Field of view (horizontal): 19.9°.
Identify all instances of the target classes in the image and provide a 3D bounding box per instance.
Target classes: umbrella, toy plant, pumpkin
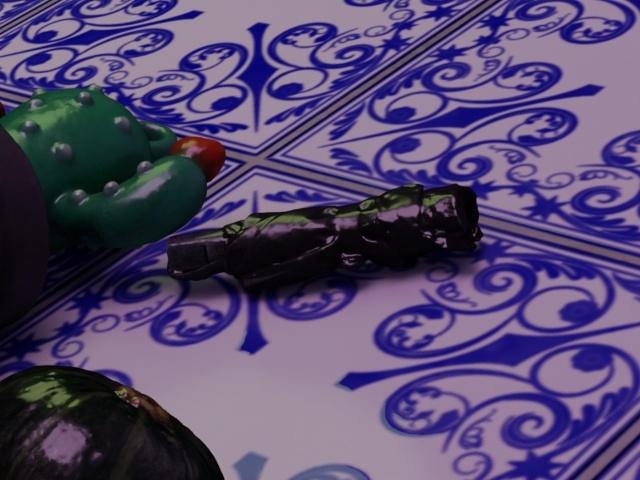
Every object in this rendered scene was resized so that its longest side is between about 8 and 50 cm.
[{"bbox_3d":[0.000,0.000,1.340,0.236,0.059,0.066,-9,8,14],"label":"umbrella"},{"bbox_3d":[-0.250,-0.028,1.378,0.279,0.185,0.400,-8,10,37],"label":"toy plant"},{"bbox_3d":[-0.133,0.142,1.054,0.125,0.167,0.167,-45,34,-2],"label":"pumpkin"}]
